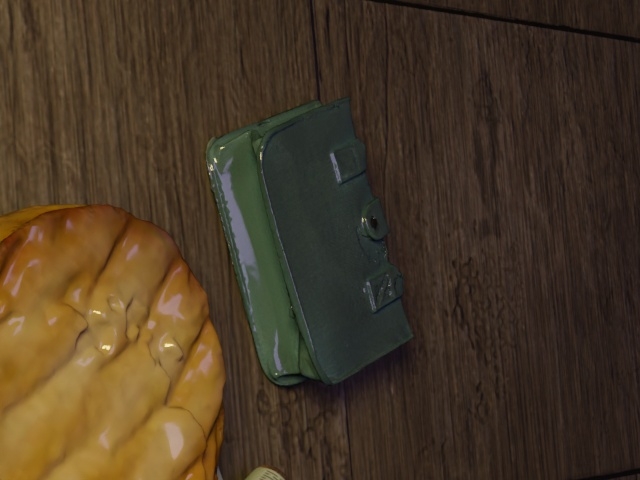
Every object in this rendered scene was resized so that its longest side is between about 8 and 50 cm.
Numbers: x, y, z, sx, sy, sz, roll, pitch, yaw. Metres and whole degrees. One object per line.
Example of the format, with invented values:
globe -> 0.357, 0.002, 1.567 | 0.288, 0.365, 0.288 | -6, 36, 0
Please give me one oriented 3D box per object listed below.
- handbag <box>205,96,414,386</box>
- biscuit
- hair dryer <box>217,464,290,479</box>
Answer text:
handbag -> 0.000, 0.000, 1.556 | 0.179, 0.062, 0.229 | -25, 104, -50
biscuit -> -0.184, 0.120, 1.277 | 0.296, 0.102, 0.296 | 5, 84, -52
hair dryer -> -0.109, 0.178, 1.417 | 0.155, 0.044, 0.183 | -46, 114, -46
